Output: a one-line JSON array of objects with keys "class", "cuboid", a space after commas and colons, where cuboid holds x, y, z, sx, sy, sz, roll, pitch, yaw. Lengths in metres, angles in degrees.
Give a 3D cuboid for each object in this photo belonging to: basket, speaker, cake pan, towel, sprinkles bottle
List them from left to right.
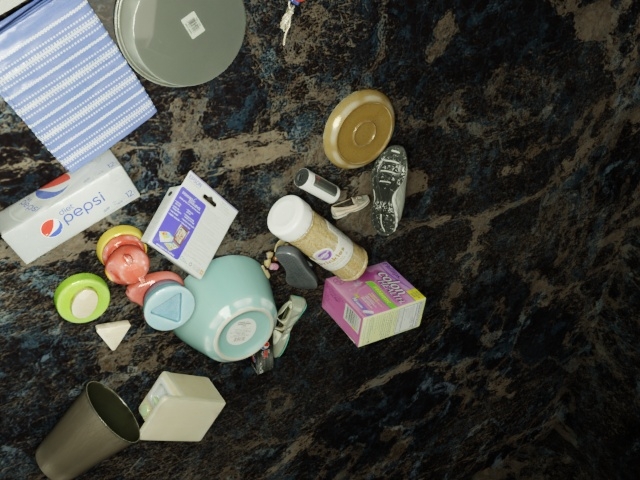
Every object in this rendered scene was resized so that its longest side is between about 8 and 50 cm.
[{"class": "towel", "cuboid": [-0.510, -0.320, 1.376, 0.243, 0.040, 0.336, -38, 138, -11]}, {"class": "basket", "cuboid": [-0.634, 0.526, 1.818, 0.227, 0.204, 0.154, -40, 177, 6]}, {"class": "cake pan", "cuboid": [-0.281, -0.456, 1.428, 0.293, 0.054, 0.293, -20, 131, -25]}, {"class": "speaker", "cuboid": [-0.009, -0.149, 1.862, 0.136, 0.055, 0.055, 26, 104, -45]}, {"class": "sprinkles bottle", "cuboid": [0.000, 0.000, 1.932, 0.121, 0.121, 0.355, -49, 137, 4]}]

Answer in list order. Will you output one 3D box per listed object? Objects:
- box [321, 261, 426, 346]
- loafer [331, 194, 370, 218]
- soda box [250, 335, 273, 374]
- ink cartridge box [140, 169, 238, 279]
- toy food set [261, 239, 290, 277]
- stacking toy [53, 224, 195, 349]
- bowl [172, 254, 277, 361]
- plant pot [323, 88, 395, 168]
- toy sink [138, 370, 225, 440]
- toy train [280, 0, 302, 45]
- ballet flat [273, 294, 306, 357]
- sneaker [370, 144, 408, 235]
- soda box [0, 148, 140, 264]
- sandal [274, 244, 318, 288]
[{"class": "box", "cuboid": [0.165, 0.194, 2.132, 0.242, 0.213, 0.117, -13, 128, -29]}, {"class": "loafer", "cuboid": [0.087, -0.105, 1.978, 0.125, 0.045, 0.039, -27, 127, -14]}, {"class": "soda box", "cuboid": [-0.181, 0.329, 2.087, 0.060, 0.053, 0.169, -19, 131, -26]}, {"class": "ink cartridge box", "cuboid": [-0.322, -0.038, 1.694, 0.206, 0.045, 0.208, 45, 67, -47]}, {"class": "toy food set", "cuboid": [-0.127, 0.045, 1.929, 0.122, 0.019, 0.078, -51, 141, -24]}, {"class": "stacking toy", "cuboid": [-0.473, 0.153, 1.662, 0.279, 0.130, 0.309, -41, 131, -4]}, {"class": "bowl", "cuboid": [-0.243, 0.214, 1.878, 0.311, 0.163, 0.312, -21, 132, -25]}, {"class": "plant pot", "cuboid": [0.115, -0.298, 1.862, 0.236, 0.032, 0.237, -20, 130, -25]}, {"class": "toy sink", "cuboid": [-0.423, 0.477, 1.959, 0.234, 0.131, 0.153, 20, 107, -49]}, {"class": "toy train", "cuboid": [-0.104, -0.554, 1.462, 0.143, 0.105, 0.248, 6, 118, -28]}, {"class": "ballet flat", "cuboid": [-0.116, 0.259, 2.084, 0.068, 0.072, 0.213, 22, 104, -24]}, {"class": "sneaker", "cuboid": [0.207, -0.155, 2.008, 0.108, 0.100, 0.272, -40, 142, -57]}, {"class": "soda box", "cuboid": [-0.549, -0.077, 1.478, 0.286, 0.091, 0.098, -34, 137, -12]}, {"class": "sandal", "cuboid": [-0.060, 0.074, 1.949, 0.255, 0.097, 0.055, 72, 27, -60]}]
